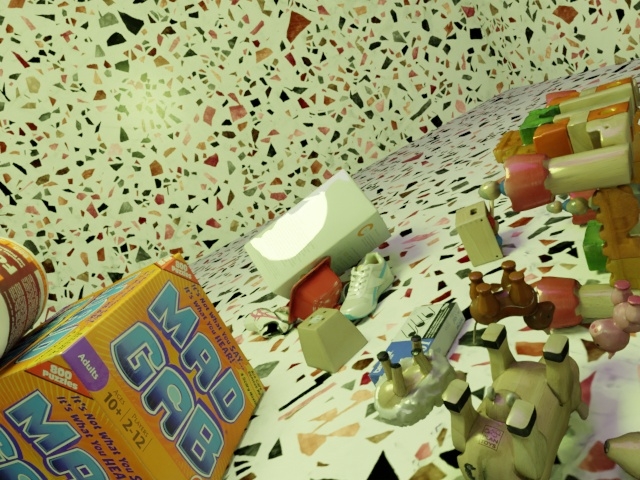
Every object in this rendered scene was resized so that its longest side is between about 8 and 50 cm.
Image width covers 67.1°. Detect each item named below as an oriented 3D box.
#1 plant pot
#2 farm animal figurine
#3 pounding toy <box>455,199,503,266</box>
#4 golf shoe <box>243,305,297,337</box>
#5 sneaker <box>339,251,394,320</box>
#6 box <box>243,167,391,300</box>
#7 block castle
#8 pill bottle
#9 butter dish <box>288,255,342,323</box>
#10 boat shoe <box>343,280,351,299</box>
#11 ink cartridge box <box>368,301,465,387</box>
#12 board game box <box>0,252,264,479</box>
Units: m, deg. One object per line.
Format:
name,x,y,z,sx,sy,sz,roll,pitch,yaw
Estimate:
plant pot,0.015,0.205,1.039,0.109,0.096,0.109,-35,16,-30
farm animal figurine,0.270,0.174,0.540,0.327,0.172,0.330,-31,26,-21
pounding toy,0.383,-0.037,1.136,0.100,0.130,0.141,-21,15,24
golf shoe,-0.153,0.229,1.329,0.186,0.067,0.086,-16,20,39
sneaker,0.104,0.116,1.201,0.087,0.092,0.228,-15,20,36
box,0.000,0.000,1.351,0.345,0.168,0.215,-37,-24,4
block castle,0.450,-0.087,0.851,0.213,0.303,0.453,-8,24,38
pill bottle,-0.603,0.118,0.776,0.224,0.224,0.392,-31,15,-12
butter dish,0.004,0.150,1.237,0.118,0.160,0.160,34,52,24
boat shoe,0.097,0.126,1.278,0.038,0.046,0.125,-24,6,31
ink cartridge box,0.180,0.192,0.880,0.097,0.046,0.207,-16,18,43
board game box,-0.388,0.302,0.915,0.356,0.356,0.356,-23,15,21
